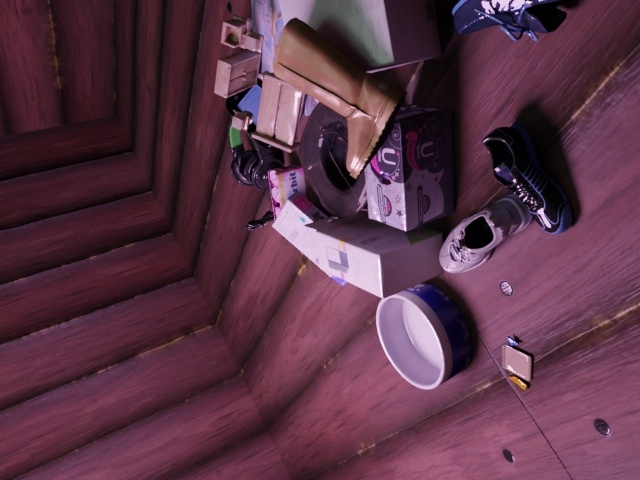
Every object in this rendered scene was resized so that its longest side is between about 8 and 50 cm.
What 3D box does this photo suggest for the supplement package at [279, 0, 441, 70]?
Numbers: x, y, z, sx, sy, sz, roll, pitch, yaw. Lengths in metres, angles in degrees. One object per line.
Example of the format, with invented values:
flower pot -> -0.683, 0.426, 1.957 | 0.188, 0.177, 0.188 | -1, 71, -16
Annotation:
supplement package -> 0.084, -0.459, 1.179 | 0.262, 0.198, 0.200 | 0, 108, 42

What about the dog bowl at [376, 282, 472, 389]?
dog bowl -> 0.269, 0.250, 1.463 | 0.265, 0.104, 0.265 | 39, 139, 45

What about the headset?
headset -> -0.249, -0.241, 1.975 | 0.243, 0.185, 0.395 | 19, 133, 55

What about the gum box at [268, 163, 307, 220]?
gum box -> -0.106, -0.160, 1.859 | 0.062, 0.107, 0.189 | 27, 130, 52

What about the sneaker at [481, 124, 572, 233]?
sneaker -> 0.385, -0.110, 1.050 | 0.232, 0.090, 0.081 | 64, 151, 11

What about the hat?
hat -> 0.084, -0.230, 1.460 | 0.331, 0.133, 0.332 | 31, 130, 44

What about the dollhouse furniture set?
dollhouse furniture set -> -0.109, -0.453, 1.613 | 0.355, 0.174, 0.303 | 25, 127, 14

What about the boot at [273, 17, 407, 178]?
boot -> 0.020, -0.287, 1.138 | 0.269, 0.089, 0.236 | 34, 130, 8

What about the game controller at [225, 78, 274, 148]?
game controller -> -0.194, -0.431, 1.812 | 0.319, 0.166, 0.067 | 48, -178, 35

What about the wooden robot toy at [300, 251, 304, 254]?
wooden robot toy -> -0.056, -0.004, 1.899 | 0.076, 0.079, 0.173 | 63, 150, 14

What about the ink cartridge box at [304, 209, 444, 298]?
ink cartridge box -> 0.129, 0.020, 1.457 | 0.353, 0.207, 0.119 | 23, 125, 55

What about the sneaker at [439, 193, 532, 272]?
sneaker -> 0.324, -0.007, 1.195 | 0.105, 0.115, 0.281 | 60, 150, 18

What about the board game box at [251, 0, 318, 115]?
board game box -> -0.099, -0.579, 1.612 | 0.318, 0.065, 0.319 | 46, 147, 36

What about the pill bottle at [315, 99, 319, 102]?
pill bottle -> 0.042, -0.445, 1.427 | 0.103, 0.103, 0.184 | 52, 147, 31

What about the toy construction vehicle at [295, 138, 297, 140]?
toy construction vehicle -> -0.123, -0.366, 1.835 | 0.085, 0.035, 0.098 | -8, 100, 61

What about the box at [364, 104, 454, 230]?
box -> 0.200, -0.169, 1.258 | 0.142, 0.163, 0.248 | 23, 127, 52

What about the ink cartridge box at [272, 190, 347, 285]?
ink cartridge box -> 0.000, 0.000, 1.743 | 0.311, 0.065, 0.186 | 43, 149, 2

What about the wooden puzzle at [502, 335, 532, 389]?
wooden puzzle -> 0.450, 0.279, 1.262 | 0.078, 0.014, 0.117 | 29, 132, 45

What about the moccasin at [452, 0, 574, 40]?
moccasin -> 0.351, -0.389, 0.892 | 0.342, 0.137, 0.117 | -2, 110, 61
